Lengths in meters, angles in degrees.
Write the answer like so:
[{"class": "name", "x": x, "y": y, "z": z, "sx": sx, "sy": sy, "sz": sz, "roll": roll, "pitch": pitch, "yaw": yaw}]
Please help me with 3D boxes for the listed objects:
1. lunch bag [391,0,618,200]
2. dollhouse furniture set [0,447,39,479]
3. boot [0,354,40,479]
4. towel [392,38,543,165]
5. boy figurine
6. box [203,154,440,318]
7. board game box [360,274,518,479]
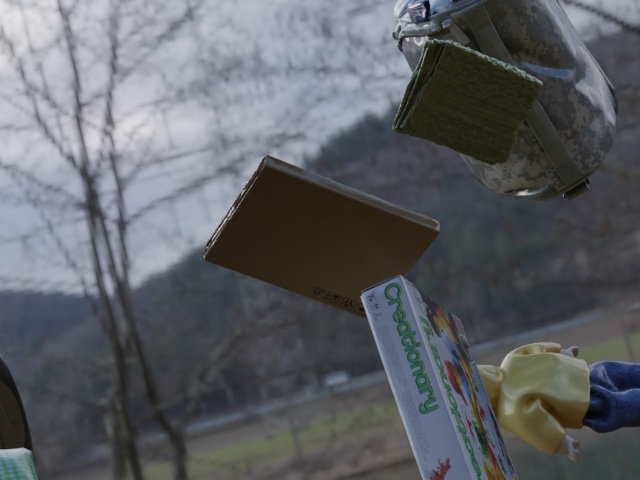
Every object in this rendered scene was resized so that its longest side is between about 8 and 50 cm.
[{"class": "lunch bag", "x": 0.235, "y": -0.213, "z": 1.939, "sx": 0.212, "sy": 0.305, "sz": 0.256, "roll": -31, "pitch": 17, "yaw": 8}, {"class": "dollhouse furniture set", "x": -0.289, "y": 0.118, "z": 1.008, "sx": 0.197, "sy": 0.301, "sz": 0.151, "roll": -12, "pitch": -51, "yaw": -23}, {"class": "boot", "x": -0.398, "y": 0.268, "z": 1.416, "sx": 0.284, "sy": 0.138, "sz": 0.377, "roll": -26, "pitch": -41, "yaw": -27}, {"class": "towel", "x": 0.151, "y": -0.142, "z": 1.581, "sx": 0.148, "sy": 0.110, "sz": 0.027, "roll": 16, "pitch": 19, "yaw": -29}, {"class": "boy figurine", "x": 0.267, "y": 0.189, "z": 1.801, "sx": 0.285, "sy": 0.177, "sz": 0.092, "roll": -1, "pitch": -51, "yaw": 2}, {"class": "box", "x": 0.000, "y": 0.000, "z": 1.612, "sx": 0.201, "sy": 0.021, "sz": 0.164, "roll": 21, "pitch": -45, "yaw": -16}, {"class": "board game box", "x": 0.140, "y": 0.200, "z": 1.577, "sx": 0.053, "sy": 0.305, "sz": 0.193, "roll": -26, "pitch": -25, "yaw": 15}]
